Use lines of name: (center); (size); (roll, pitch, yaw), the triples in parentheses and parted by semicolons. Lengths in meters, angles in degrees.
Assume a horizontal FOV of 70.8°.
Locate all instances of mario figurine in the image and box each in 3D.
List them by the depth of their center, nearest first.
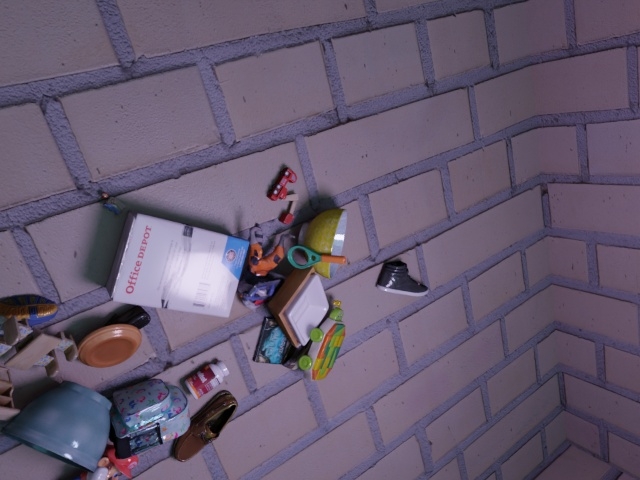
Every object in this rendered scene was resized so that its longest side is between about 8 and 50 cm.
mario figurine: (-0.759, 0.828, 1.495); (0.321, 0.198, 0.170); (-30, 100, -19)

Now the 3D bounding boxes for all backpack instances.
backpack: (-0.580, 0.592, 1.540); (0.254, 0.225, 0.190); (-6, 106, -34)

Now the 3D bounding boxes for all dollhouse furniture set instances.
dollhouse furniture set: (-0.872, 0.375, 1.310); (0.242, 0.161, 0.212); (-40, 146, -2)

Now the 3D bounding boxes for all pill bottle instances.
pill bottle: (-0.426, 0.522, 1.700); (0.152, 0.086, 0.085); (-32, 114, -24)

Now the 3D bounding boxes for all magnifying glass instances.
magnifying glass: (-0.017, 0.064, 1.670); (0.026, 0.231, 0.092); (-39, 128, -60)

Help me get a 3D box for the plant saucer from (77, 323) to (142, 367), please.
plant saucer: (-0.689, 0.354, 1.482); (0.200, 0.037, 0.199); (-23, 142, -19)

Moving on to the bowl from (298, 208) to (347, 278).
bowl: (0.000, 0.000, 1.808); (0.156, 0.289, 0.288); (11, 94, 11)

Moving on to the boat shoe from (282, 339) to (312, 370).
boat shoe: (-0.093, 0.437, 1.891); (0.074, 0.080, 0.223); (22, 91, -37)

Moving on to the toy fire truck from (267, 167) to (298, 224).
toy fire truck: (-0.134, -0.175, 1.777); (0.135, 0.047, 0.191); (35, 79, -31)

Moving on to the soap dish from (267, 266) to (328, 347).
soap dish: (-0.083, 0.259, 1.769); (0.228, 0.118, 0.290); (-54, 151, -26)

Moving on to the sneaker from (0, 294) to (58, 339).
sneaker: (-0.948, 0.255, 1.341); (0.297, 0.112, 0.130); (-9, 121, -29)

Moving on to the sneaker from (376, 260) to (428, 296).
sneaker: (0.411, 0.177, 2.135); (0.296, 0.105, 0.146); (9, 99, -28)

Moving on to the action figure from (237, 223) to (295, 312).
action figure: (-0.213, 0.118, 1.754); (0.341, 0.179, 0.329); (10, 100, -62)

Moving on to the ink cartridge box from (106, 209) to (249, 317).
ink cartridge box: (-0.484, 0.083, 1.539); (0.395, 0.166, 0.285); (16, 89, -33)

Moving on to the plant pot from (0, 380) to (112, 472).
plant pot: (-0.782, 0.564, 1.401); (0.293, 0.293, 0.196); (47, 48, -29)

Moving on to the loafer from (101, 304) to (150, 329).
loafer: (-0.684, 0.293, 1.519); (0.220, 0.078, 0.080); (-28, 144, -13)

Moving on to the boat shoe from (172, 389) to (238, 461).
boat shoe: (-0.440, 0.716, 1.714); (0.111, 0.105, 0.307); (45, 75, -29)

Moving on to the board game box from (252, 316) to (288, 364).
board game box: (-0.196, 0.415, 1.856); (0.126, 0.026, 0.186); (15, 91, -33)

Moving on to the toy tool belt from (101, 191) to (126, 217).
toy tool belt: (-0.678, -0.113, 1.455); (0.083, 0.052, 0.051); (37, 70, -30)

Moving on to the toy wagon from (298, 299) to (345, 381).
toy wagon: (0.029, 0.420, 1.891); (0.343, 0.068, 0.267); (-67, 155, -3)
